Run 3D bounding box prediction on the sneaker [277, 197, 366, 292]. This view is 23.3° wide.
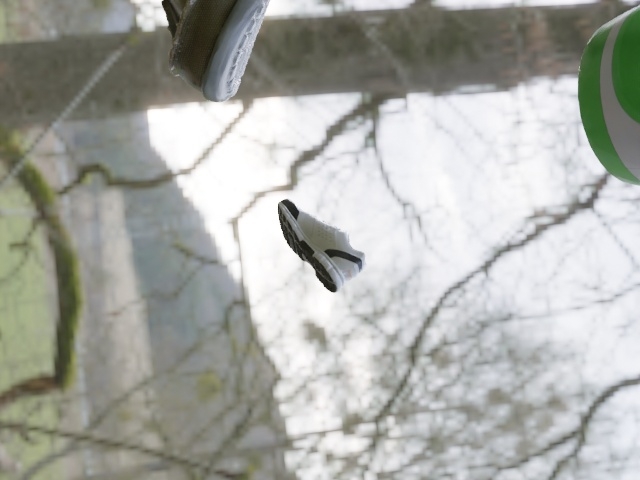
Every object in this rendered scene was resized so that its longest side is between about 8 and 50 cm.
[{"bbox_3d":[0.000,0.000,1.358,0.109,0.044,0.040,50,-19,31],"label":"sneaker"}]

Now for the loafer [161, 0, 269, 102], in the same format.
[{"bbox_3d":[-0.077,-0.166,0.905,0.251,0.087,0.094,-97,-155,-55],"label":"loafer"}]

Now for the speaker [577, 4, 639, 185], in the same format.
[{"bbox_3d":[0.302,-0.103,0.907,0.297,0.131,0.131,-7,-93,46],"label":"speaker"}]
